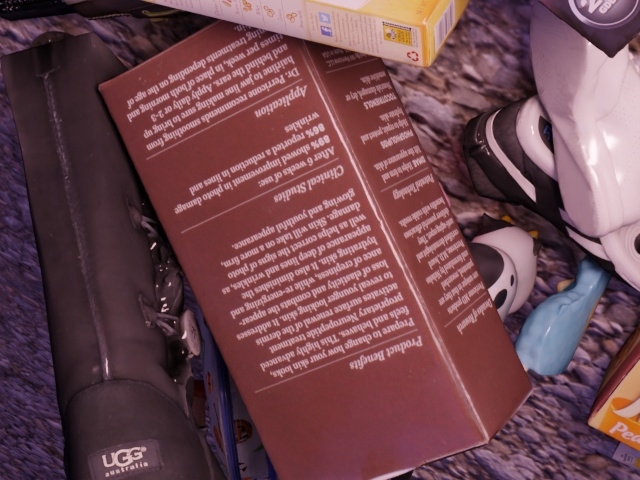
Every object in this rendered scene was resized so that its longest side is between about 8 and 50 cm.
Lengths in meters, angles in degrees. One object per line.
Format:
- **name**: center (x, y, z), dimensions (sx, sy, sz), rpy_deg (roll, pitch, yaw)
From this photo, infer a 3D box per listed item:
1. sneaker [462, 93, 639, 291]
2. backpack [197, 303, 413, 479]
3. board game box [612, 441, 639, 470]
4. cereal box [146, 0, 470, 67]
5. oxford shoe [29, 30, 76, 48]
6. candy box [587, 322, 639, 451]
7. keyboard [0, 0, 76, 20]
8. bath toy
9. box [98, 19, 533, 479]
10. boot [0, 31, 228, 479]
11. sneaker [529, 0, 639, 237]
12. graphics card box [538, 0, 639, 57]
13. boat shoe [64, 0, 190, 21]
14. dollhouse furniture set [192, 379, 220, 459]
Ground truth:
- **sneaker**: center (0.206, -0.037, 1.129), dimensions (0.217, 0.079, 0.121), rpy_deg (47, 154, -23)
- **backpack**: center (-0.012, 0.144, 1.338), dimensions (0.213, 0.263, 0.276), rpy_deg (-18, 140, -5)
- **board game box**: center (0.363, 0.197, 1.348), dimensions (0.103, 0.026, 0.154), rpy_deg (24, 147, 12)
- **cereal box**: center (-0.001, -0.216, 0.951), dimensions (0.240, 0.173, 0.047), rpy_deg (17, 145, 20)
- **oxford shoe**: center (-0.214, -0.113, 1.350), dimensions (0.227, 0.083, 0.096), rpy_deg (48, 152, -20)
- **candy box**: center (0.419, 0.161, 1.178), dimensions (0.316, 0.087, 0.183), rpy_deg (29, 137, 5)
- **keyboard**: center (-0.269, -0.243, 1.258), dimensions (0.192, 0.038, 0.100), rpy_deg (-1, 136, 38)
- **bath toy**: center (0.084, -0.006, 1.215), dimensions (0.348, 0.129, 0.151), rpy_deg (26, -174, 16)
- **box**: center (0.000, 0.000, 1.091), dimensions (0.191, 0.143, 0.381), rpy_deg (-23, 91, 29)
- **boot**: center (-0.167, 0.092, 1.187), dimensions (0.146, 0.445, 0.367), rpy_deg (-14, 155, -7)
- **sneaker**: center (0.220, -0.114, 1.010), dimensions (0.080, 0.094, 0.212), rpy_deg (-142, 37, -62)
- **graphics card box**: center (0.104, -0.304, 0.759), dimensions (0.371, 0.094, 0.233), rpy_deg (36, 125, -9)
- **boat shoe**: center (-0.127, -0.218, 1.133), dimensions (0.228, 0.081, 0.068), rpy_deg (-10, 128, 41)
- **dollhouse furniture set**: center (-0.152, 0.171, 1.576), dimensions (0.262, 0.135, 0.259), rpy_deg (6, 179, -39)
